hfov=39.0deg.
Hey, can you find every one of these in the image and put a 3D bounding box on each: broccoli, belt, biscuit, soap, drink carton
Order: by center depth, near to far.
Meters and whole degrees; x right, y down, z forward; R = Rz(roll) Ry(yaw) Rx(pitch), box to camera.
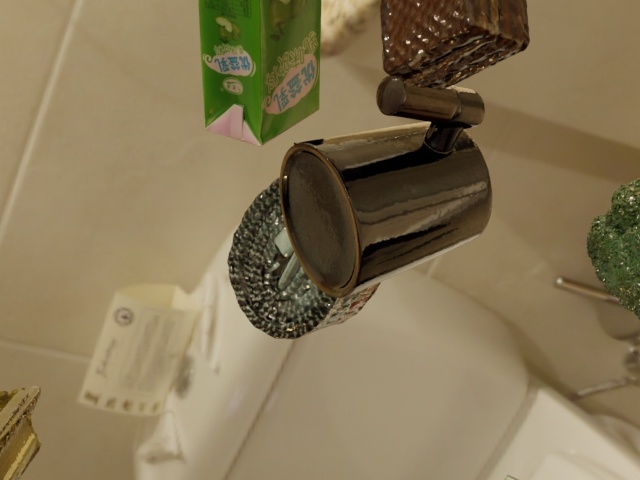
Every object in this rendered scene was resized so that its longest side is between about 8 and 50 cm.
[{"bbox_3d":[0.104,-0.324,0.759,0.107,0.073,0.388,-19,68,52],"label":"biscuit"},{"bbox_3d":[-0.375,0.219,0.928,0.233,0.135,0.076,-124,32,-80],"label":"soap"},{"bbox_3d":[-0.078,-0.284,1.216,0.108,0.161,0.271,20,126,26],"label":"drink carton"},{"bbox_3d":[0.000,0.000,1.342,0.207,0.160,0.295,34,111,24],"label":"belt"},{"bbox_3d":[0.562,0.014,1.427,0.270,0.270,0.270,55,165,22],"label":"broccoli"}]

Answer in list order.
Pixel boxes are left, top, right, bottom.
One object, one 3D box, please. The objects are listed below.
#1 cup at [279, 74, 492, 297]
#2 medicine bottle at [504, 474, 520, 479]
[{"bbox_3d":[0.084,-0.053,0.930,0.166,0.177,0.239,69,154,11],"label":"cup"},{"bbox_3d":[0.203,0.536,1.251,0.426,0.108,0.108,-61,23,-10],"label":"medicine bottle"}]
